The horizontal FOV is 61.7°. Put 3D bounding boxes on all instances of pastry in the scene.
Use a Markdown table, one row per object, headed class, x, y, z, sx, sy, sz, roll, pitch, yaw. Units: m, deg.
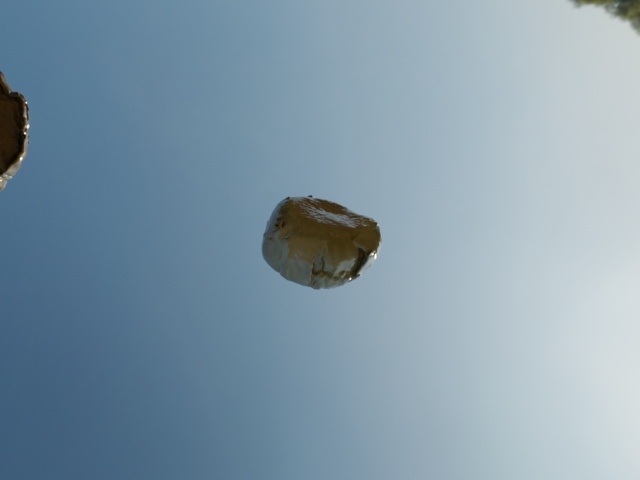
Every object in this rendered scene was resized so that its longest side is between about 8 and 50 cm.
| class | x | y | z | sx | sy | sz | roll | pitch | yaw |
| --- | --- | --- | --- | --- | --- | --- | --- | --- | --- |
| pastry | 0.000 | 0.000 | 0.716 | 0.166 | 0.088 | 0.165 | 13 | -154 | -7 |

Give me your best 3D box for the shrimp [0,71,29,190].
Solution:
| class | x | y | z | sx | sy | sz | roll | pitch | yaw |
| --- | --- | --- | --- | --- | --- | --- | --- | --- | --- |
| shrimp | -0.386 | -0.081 | 0.465 | 0.253 | 0.058 | 0.173 | -29 | -77 | -18 |
